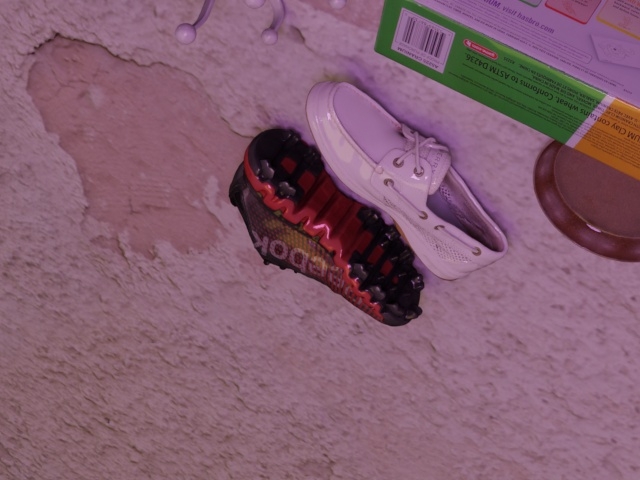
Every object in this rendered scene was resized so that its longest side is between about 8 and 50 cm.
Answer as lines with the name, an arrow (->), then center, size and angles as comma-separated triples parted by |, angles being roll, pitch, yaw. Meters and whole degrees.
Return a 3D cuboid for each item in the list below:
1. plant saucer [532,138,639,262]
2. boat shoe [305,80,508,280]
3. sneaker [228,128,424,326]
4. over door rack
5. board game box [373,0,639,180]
plant saucer -> 0.297, -0.051, 1.503 | 0.168, 0.029, 0.168 | 19, 137, 19
boat shoe -> 0.100, -0.074, 1.579 | 0.096, 0.098, 0.277 | -20, 124, 45
sneaker -> 0.000, 0.000, 1.717 | 0.276, 0.097, 0.135 | 45, 140, -7
over door rack -> -0.094, -0.281, 1.397 | 0.324, 0.108, 0.239 | 19, 154, -38
board game box -> 0.220, -0.207, 1.180 | 0.242, 0.316, 0.064 | 28, 141, 12
